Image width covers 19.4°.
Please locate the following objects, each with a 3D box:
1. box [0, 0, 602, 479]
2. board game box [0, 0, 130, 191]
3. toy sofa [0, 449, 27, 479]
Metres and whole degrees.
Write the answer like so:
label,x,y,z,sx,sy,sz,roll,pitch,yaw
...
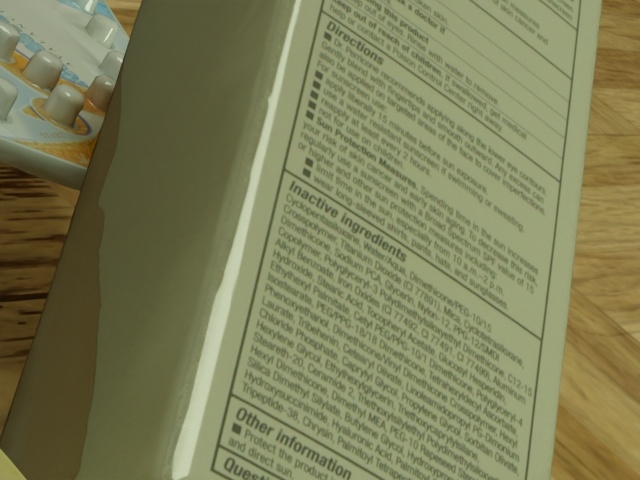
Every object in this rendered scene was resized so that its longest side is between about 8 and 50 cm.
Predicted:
label,x,y,z,sx,sy,sz,roll,pitch,yaw
box,0.000,0.000,0.655,0.148,0.121,0.311,34,47,-24
board game box,-0.240,-0.174,0.796,0.390,0.050,0.390,21,22,-35
toy sofa,-0.055,0.188,0.407,0.150,0.177,0.362,-25,55,-34
